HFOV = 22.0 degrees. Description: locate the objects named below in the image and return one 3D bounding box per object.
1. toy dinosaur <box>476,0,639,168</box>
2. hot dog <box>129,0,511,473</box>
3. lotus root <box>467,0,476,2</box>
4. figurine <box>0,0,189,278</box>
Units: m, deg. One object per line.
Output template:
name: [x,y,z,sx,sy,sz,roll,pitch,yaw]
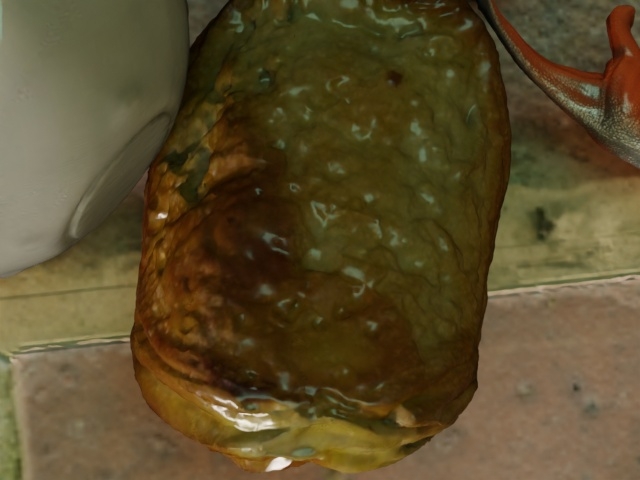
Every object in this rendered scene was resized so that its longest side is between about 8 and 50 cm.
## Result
toy dinosaur: [0.193,-0.057,0.850,0.280,0.055,0.101,21,61,-14]
hot dog: [0.000,0.000,0.779,0.175,0.114,0.259,13,61,-4]
lotus root: [0.035,-0.179,0.842,0.192,0.088,0.113,3,83,-9]
figurine: [-0.262,-0.113,0.747,0.394,0.226,0.274,33,102,6]
